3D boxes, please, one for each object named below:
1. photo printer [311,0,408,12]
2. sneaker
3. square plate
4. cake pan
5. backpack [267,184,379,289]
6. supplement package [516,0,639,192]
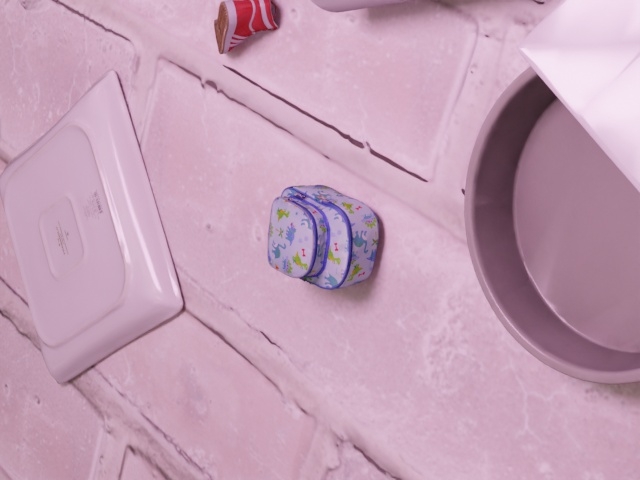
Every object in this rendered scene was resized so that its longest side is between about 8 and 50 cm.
[{"bbox_3d":[0.109,-0.358,1.167,0.307,0.107,0.256,0,94,47],"label":"photo printer"},{"bbox_3d":[-0.086,-0.250,1.447,0.118,0.067,0.042,139,117,-75],"label":"sneaker"},{"bbox_3d":[-0.341,-0.009,1.735,0.344,0.049,0.347,-31,72,45],"label":"square plate"},{"bbox_3d":[0.252,-0.024,1.087,0.293,0.054,0.293,6,99,47],"label":"cake pan"},{"bbox_3d":[0.000,0.000,1.340,0.114,0.084,0.105,21,112,41],"label":"backpack"},{"bbox_3d":[0.316,-0.149,0.888,0.262,0.145,0.204,-45,63,22],"label":"supplement package"}]
